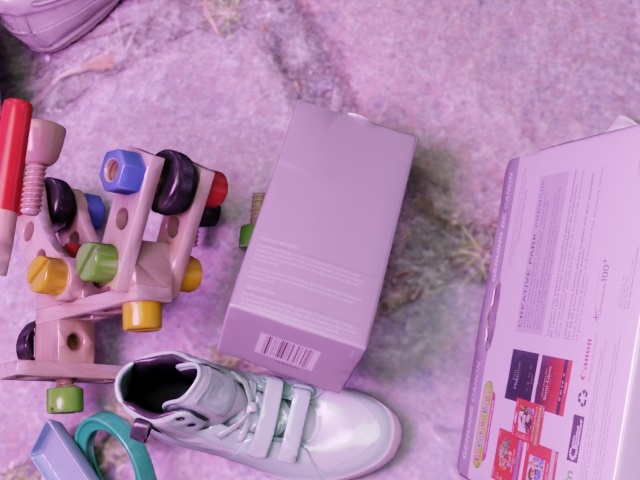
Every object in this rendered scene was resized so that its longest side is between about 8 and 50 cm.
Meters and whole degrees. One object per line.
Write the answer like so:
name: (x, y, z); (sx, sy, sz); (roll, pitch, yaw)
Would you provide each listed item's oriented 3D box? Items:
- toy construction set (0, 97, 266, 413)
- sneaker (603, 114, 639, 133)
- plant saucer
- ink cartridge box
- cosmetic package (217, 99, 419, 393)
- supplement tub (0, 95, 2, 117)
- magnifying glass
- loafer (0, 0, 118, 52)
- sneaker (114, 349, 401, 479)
toy construction set: (-0.219, 0.035, 0.904); (0.258, 0.309, 0.237); (1, 77, 19)
sneaker: (0.364, -0.066, 0.938); (0.212, 0.080, 0.094); (21, 65, 17)
plant saucer: (-0.213, 0.258, 0.949); (0.192, 0.018, 0.067); (50, 131, 21)
ink cartridge box: (0.238, 0.077, 0.821); (0.130, 0.272, 0.309); (11, 87, -14)
cosmetic package: (0.000, 0.000, 0.922); (0.127, 0.107, 0.238); (19, 56, -1)
supplement tub: (-0.433, -0.157, 1.049); (0.191, 0.191, 0.272); (-13, 70, 6)
magnifying glass: (-0.158, 0.262, 0.933); (0.092, 0.026, 0.231); (-45, 72, 39)
loafer: (-0.226, -0.339, 1.112); (0.319, 0.111, 0.112); (-45, 70, -6)
sneaker: (-0.059, 0.159, 0.899); (0.256, 0.151, 0.094); (5, 72, 11)
